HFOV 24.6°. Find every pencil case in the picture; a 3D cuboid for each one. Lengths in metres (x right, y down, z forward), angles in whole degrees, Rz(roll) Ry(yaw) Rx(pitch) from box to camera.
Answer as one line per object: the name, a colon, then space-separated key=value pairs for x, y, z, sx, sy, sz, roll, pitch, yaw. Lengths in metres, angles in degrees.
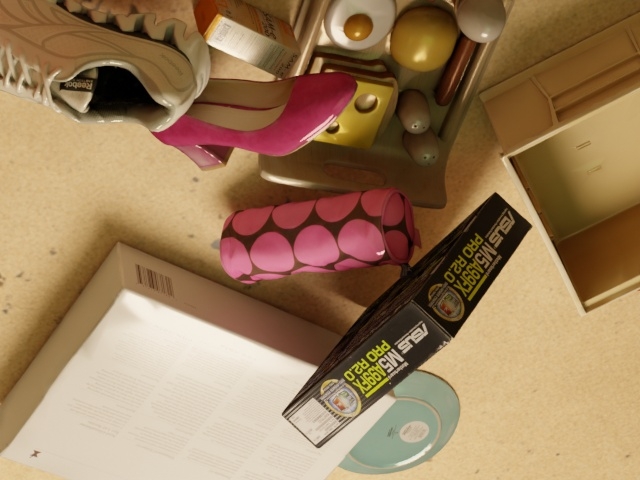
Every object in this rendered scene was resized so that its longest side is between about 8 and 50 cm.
pencil case: x=0.000 y=0.000 z=1.578 sx=0.209 sy=0.095 sz=0.098 roll=-5 pitch=173 yaw=27

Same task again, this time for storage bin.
storage bin: x=0.344 y=-0.092 z=1.602 sx=0.260 sy=0.123 sz=0.262 roll=-26 pitch=129 yaw=9

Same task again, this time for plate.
plate: x=0.090 y=0.240 z=1.872 sx=0.188 sy=0.024 sz=0.188 roll=-6 pitch=128 yaw=-8

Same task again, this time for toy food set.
toy food set: x=0.081 y=-0.173 z=1.496 sx=0.219 sy=0.092 sz=0.306 roll=8 pitch=125 yaw=-19

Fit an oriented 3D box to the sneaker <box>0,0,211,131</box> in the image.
sneaker: x=-0.254 y=-0.172 z=1.381 sx=0.292 sy=0.118 sz=0.110 roll=10 pitch=128 yaw=1

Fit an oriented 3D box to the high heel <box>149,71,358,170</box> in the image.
high heel: x=-0.078 y=-0.142 z=1.442 sx=0.244 sy=0.082 sz=0.117 roll=-11 pitch=135 yaw=46

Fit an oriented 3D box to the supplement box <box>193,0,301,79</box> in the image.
supplement box: x=-0.073 y=-0.206 z=1.454 sx=0.098 sy=0.062 sz=0.036 roll=22 pitch=119 yaw=-28

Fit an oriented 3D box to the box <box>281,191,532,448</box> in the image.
box: x=0.092 y=0.088 z=1.585 sx=0.060 sy=0.216 sz=0.270 roll=44 pitch=134 yaw=-1

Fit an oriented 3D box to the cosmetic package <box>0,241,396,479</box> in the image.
cosmetic package: x=-0.146 y=0.192 z=1.730 sx=0.377 sy=0.097 sz=0.284 roll=25 pitch=117 yaw=-28
